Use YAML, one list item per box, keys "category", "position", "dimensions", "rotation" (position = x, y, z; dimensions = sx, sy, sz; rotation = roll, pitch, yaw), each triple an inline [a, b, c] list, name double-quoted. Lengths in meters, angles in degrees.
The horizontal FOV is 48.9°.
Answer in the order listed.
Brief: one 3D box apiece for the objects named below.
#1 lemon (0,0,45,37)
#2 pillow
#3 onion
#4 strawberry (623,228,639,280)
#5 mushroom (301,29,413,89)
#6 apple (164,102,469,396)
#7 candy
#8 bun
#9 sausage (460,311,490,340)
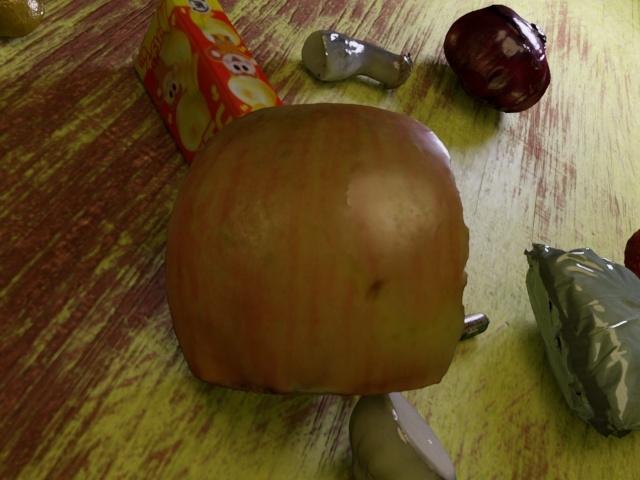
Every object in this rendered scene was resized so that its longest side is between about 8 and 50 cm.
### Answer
- category: "lemon"
  position: [-0.402, -0.295, 0.909]
  dimensions: [0.092, 0.065, 0.065]
  rotation: [-28, 72, -41]
- category: "pillow"
  position: [0.444, 0.150, 1.070]
  dimensions: [0.284, 0.138, 0.309]
  rotation: [14, 48, -38]
- category: "onion"
  position: [0.371, -0.373, 1.445]
  dimensions: [0.246, 0.190, 0.246]
  rotation: [38, 29, -25]
- category: "strawberry"
  position: [0.687, 0.059, 1.258]
  dimensions: [0.277, 0.257, 0.257]
  rotation: [30, 40, 10]
- category: "mushroom"
  position: [0.070, -0.323, 1.267]
  dimensions: [0.223, 0.081, 0.092]
  rotation: [1, 35, -38]
- category: "apple"
  position: [0.000, 0.000, 0.764]
  dimensions: [0.314, 0.308, 0.252]
  rotation: [0, 1, 10]
- category: "candy"
  position: [-0.143, -0.189, 0.942]
  dimensions: [0.088, 0.146, 0.276]
  rotation: [-10, 59, -42]
- category: "bun"
  position: [0.074, 0.231, 0.761]
  dimensions: [0.138, 0.094, 0.138]
  rotation: [52, 7, -8]
- category: "sausage"
  position: [0.147, 0.134, 0.944]
  dimensions: [0.269, 0.033, 0.032]
  rotation: [-10, 61, -41]
